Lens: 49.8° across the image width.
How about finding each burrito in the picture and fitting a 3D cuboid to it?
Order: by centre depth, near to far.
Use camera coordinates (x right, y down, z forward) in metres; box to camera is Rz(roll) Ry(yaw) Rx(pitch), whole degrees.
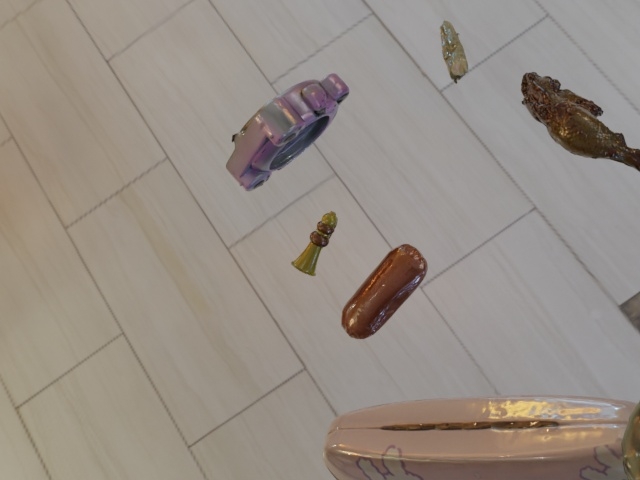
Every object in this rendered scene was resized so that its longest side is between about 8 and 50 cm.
[{"bbox_3d":[0.270,-0.389,1.412,0.045,0.041,0.185,-29,38,24],"label":"burrito"}]

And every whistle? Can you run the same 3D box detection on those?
[{"bbox_3d":[0.003,0.004,1.124,0.046,0.057,0.109,39,100,44],"label":"whistle"}]

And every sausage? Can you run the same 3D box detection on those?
[{"bbox_3d":[0.104,0.088,1.156,0.077,0.077,0.194,44,111,16],"label":"sausage"}]

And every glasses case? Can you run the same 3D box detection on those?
[{"bbox_3d":[0.134,0.173,0.535,0.297,0.113,0.075,-14,39,36],"label":"glasses case"}]

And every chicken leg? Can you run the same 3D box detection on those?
[{"bbox_3d":[0.489,-0.221,1.292,0.177,0.083,0.322,2,39,-23],"label":"chicken leg"}]

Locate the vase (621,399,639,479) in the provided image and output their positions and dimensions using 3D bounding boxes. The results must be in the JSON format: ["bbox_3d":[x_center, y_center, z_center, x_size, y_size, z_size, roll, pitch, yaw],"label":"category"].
[{"bbox_3d":[0.223,0.138,0.322,0.128,0.248,0.128,-33,37,29],"label":"vase"}]

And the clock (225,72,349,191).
[{"bbox_3d":[-0.061,-0.222,1.362,0.090,0.227,0.248,49,52,4],"label":"clock"}]
